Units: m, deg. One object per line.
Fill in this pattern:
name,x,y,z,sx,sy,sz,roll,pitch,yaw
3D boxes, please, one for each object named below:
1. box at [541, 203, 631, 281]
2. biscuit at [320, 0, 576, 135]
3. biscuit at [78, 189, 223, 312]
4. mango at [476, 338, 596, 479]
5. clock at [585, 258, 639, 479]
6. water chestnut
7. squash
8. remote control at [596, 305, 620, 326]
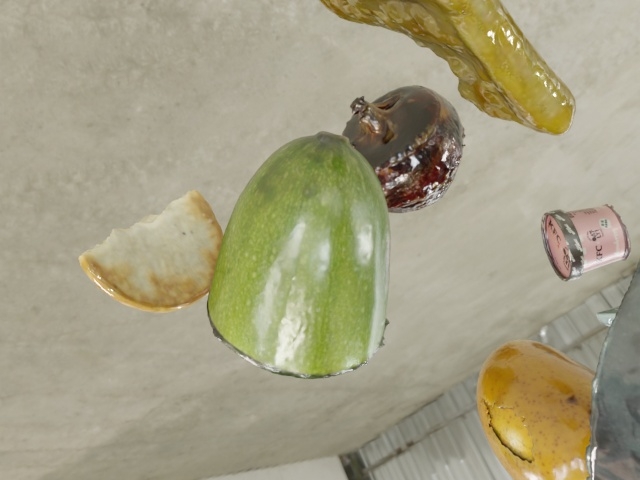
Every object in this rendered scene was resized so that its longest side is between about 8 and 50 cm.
box,0.554,-0.002,1.278,0.135,0.151,0.151,-14,150,2
biscuit,0.081,-0.142,0.430,0.183,0.174,0.039,31,93,-37
biscuit,-0.295,0.036,1.188,0.040,0.205,0.309,-37,-177,44
mango,0.277,0.210,0.696,0.191,0.290,0.160,19,107,-22
clock,0.304,0.096,0.440,0.312,0.061,0.313,-10,107,-35
water chestnut,0.176,-0.233,1.491,0.350,0.350,0.302,-33,127,13
squash,-0.013,-0.002,0.945,0.310,0.310,0.309,-8,126,-28
remote control,0.566,0.093,0.928,0.293,0.051,0.103,-9,176,-21
